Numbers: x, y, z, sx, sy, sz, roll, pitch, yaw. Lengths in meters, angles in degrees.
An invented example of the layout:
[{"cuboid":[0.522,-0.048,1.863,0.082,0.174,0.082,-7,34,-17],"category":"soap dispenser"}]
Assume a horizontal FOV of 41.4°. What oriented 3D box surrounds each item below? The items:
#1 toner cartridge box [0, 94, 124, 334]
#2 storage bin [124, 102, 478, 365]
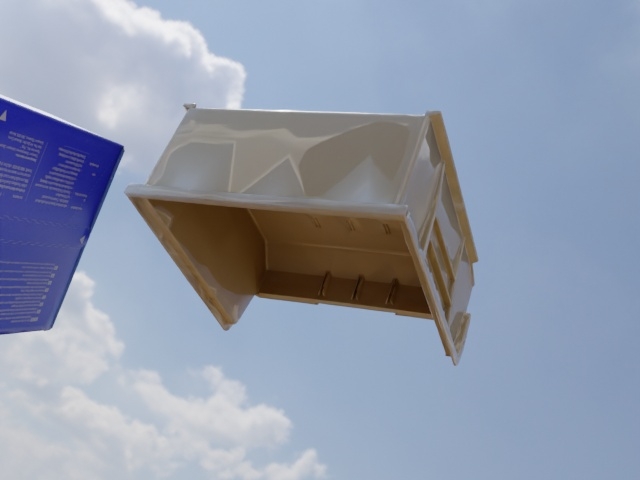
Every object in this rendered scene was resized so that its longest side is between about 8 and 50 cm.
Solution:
[{"cuboid":[-0.250,-0.023,0.519,0.075,0.165,0.348,24,1,11],"category":"toner cartridge box"},{"cuboid":[0.000,0.000,0.817,0.262,0.123,0.260,5,-35,24],"category":"storage bin"}]
